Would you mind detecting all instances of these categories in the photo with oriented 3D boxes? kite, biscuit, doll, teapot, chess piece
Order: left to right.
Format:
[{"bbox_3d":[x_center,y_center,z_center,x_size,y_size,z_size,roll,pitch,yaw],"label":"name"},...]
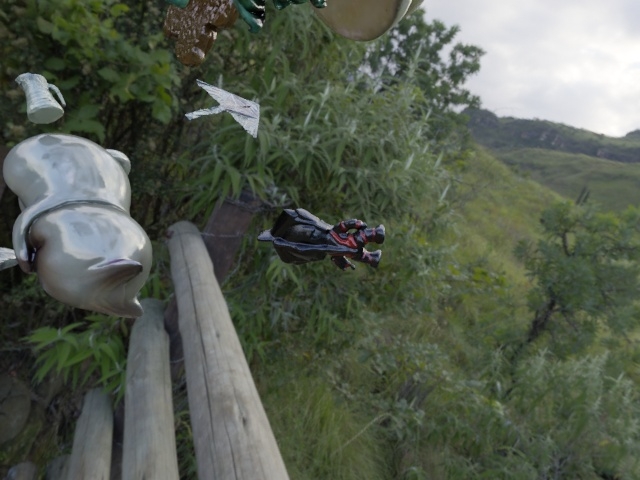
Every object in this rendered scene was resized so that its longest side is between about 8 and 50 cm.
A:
[{"bbox_3d":[-0.494,-0.254,0.812,0.067,0.057,0.083,-22,81,-41],"label":"teapot"},{"bbox_3d":[-0.445,-0.038,0.848,0.226,0.215,0.370,-5,52,-30],"label":"doll"},{"bbox_3d":[-0.164,-0.407,0.725,0.208,0.290,0.041,12,-5,43],"label":"biscuit"},{"bbox_3d":[-0.236,-0.322,1.120,0.229,0.012,0.250,43,36,13],"label":"kite"},{"bbox_3d":[0.000,0.000,0.917,0.249,0.127,0.088,2,6,2],"label":"doll"},{"bbox_3d":[0.129,-0.382,0.572,0.167,0.300,0.167,39,-27,25],"label":"chess piece"}]

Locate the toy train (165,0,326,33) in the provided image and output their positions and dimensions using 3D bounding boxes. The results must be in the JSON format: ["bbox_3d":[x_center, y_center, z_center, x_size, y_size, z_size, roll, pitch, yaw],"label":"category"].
[{"bbox_3d":[-0.050,-0.186,0.267,0.070,0.099,0.172,-12,10,23],"label":"toy train"}]

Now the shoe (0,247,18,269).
[{"bbox_3d":[-0.926,0.071,1.263,0.077,0.074,0.194,50,22,20],"label":"shoe"}]
